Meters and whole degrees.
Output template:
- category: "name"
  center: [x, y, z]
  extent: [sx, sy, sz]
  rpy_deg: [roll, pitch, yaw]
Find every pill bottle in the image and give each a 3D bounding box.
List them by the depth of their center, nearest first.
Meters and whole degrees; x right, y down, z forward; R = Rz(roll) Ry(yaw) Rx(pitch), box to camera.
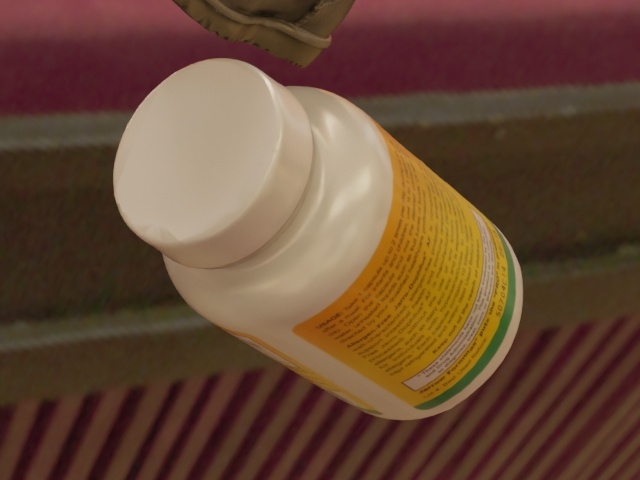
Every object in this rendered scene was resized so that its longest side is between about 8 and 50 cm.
- category: "pill bottle"
  center: [0.000, 0.000, 0.838]
  extent: [0.208, 0.118, 0.117]
  rpy_deg: [35, 32, -51]

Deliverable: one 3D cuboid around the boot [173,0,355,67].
- category: "boot"
  center: [0.018, -0.180, 0.790]
  extent: [0.076, 0.208, 0.190]
  rpy_deg: [49, 15, 15]
